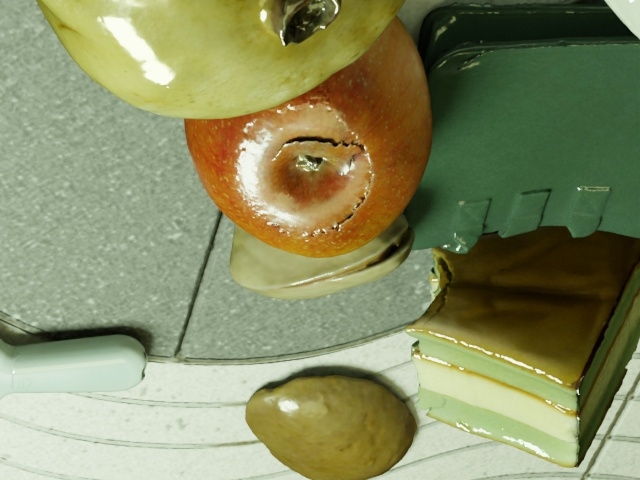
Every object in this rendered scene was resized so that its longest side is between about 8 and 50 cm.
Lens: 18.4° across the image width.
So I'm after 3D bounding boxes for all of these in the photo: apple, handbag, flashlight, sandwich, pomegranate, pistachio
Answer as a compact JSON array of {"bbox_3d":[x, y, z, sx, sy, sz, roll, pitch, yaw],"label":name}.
[{"bbox_3d":[-0.009,-0.094,1.624,0.210,0.173,0.235,-21,115,10],"label":"apple"},{"bbox_3d":[0.197,-0.096,1.759,0.247,0.079,0.260,-2,136,-9],"label":"handbag"},{"bbox_3d":[-0.267,0.119,1.905,0.200,0.047,0.093,-3,136,-12],"label":"flashlight"},{"bbox_3d":[0.202,0.069,1.913,0.198,0.227,0.155,18,142,21],"label":"sandwich"},{"bbox_3d":[-0.072,-0.250,1.367,0.332,0.332,0.332,-6,136,-6],"label":"pomegranate"},{"bbox_3d":[0.000,0.000,1.774,0.185,0.126,0.108,-9,119,30],"label":"pistachio"}]

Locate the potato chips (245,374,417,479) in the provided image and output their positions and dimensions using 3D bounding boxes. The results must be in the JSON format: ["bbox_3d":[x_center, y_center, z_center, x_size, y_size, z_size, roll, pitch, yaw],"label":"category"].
[{"bbox_3d":[0.016,0.204,2.050,0.150,0.049,0.201,-23,141,19],"label":"potato chips"}]

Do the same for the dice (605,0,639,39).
[{"bbox_3d":[0.332,-0.300,1.413,0.304,0.304,0.277,-38,129,25],"label":"dice"}]
